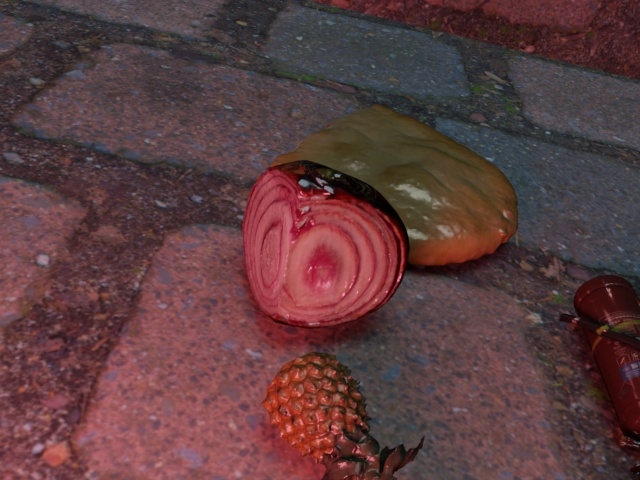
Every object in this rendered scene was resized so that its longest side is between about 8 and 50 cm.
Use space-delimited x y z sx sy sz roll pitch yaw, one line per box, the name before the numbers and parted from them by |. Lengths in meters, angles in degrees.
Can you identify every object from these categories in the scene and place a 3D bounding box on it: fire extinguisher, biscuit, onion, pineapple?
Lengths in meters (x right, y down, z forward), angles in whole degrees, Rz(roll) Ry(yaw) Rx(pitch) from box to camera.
fire extinguisher | 0.428 0.183 0.999 0.141 0.105 0.341 0 33 4
biscuit | 0.144 -0.111 1.311 0.446 0.104 0.429 35 38 29
onion | 0.005 0.001 1.020 0.207 0.216 0.206 10 16 -25
pineapple | 0.042 0.244 0.757 0.130 0.119 0.277 6 32 -47
